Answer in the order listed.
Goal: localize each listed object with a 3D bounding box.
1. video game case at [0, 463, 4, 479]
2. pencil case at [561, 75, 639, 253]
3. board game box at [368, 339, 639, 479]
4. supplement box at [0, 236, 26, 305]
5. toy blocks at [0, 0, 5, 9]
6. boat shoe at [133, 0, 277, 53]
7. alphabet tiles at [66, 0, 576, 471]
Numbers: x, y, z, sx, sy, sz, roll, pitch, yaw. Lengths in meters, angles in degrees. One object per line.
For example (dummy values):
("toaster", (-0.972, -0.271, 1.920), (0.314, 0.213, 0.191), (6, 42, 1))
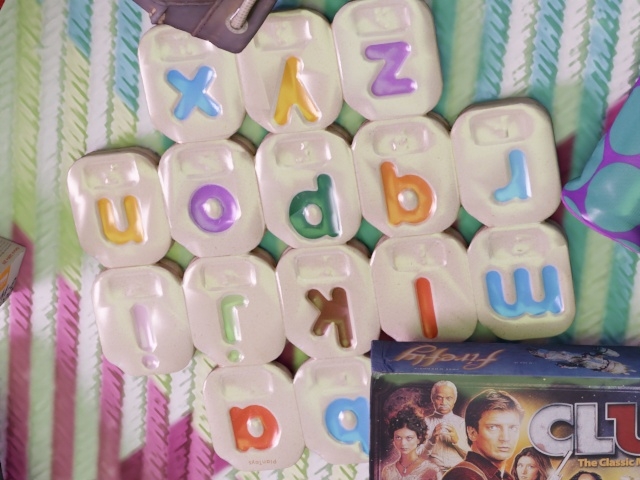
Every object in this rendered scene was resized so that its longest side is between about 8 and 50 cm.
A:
("video game case", (-0.315, 0.195, 1.197), (0.274, 0.026, 0.196), (-13, 86, 18))
("pencil case", (0.189, -0.067, 1.031), (0.064, 0.070, 0.152), (15, 114, -34))
("board game box", (0.149, 0.141, 1.112), (0.243, 0.042, 0.165), (1, 114, 4))
("supplement box", (-0.231, 0.010, 1.138), (0.098, 0.062, 0.036), (23, 112, 2))
("toy blocks", (-0.221, -0.209, 0.939), (0.261, 0.381, 0.191), (-6, 153, 5))
("boat shoe", (0.021, -0.237, 0.979), (0.130, 0.132, 0.355), (38, 121, -15))
("alphabet tiles", (0.000, 0.000, 1.114), (0.284, 0.021, 0.278), (-6, 109, 12))
